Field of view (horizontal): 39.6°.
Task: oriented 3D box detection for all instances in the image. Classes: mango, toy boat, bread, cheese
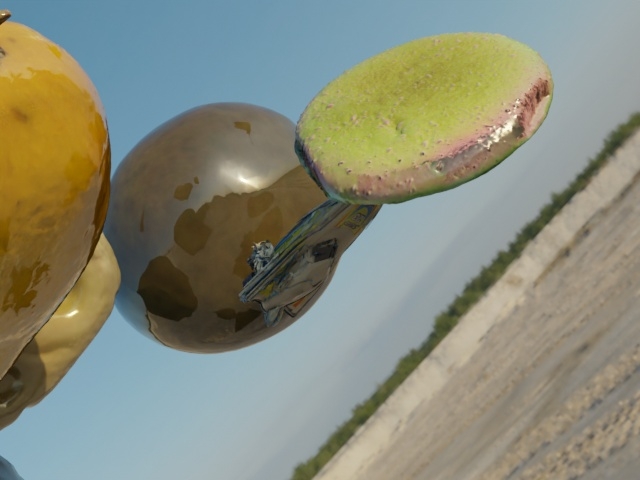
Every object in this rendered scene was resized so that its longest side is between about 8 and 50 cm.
[{"bbox_3d":[-0.206,0.000,0.515,0.176,0.119,0.317,-39,-18,-53],"label":"mango"},{"bbox_3d":[0.000,0.000,0.911,0.210,0.066,0.084,-45,-40,19],"label":"toy boat"},{"bbox_3d":[0.078,-0.111,0.741,0.228,0.228,0.033,-43,-49,-22],"label":"bread"},{"bbox_3d":[-0.269,0.034,0.684,0.218,0.117,0.235,7,-85,-38],"label":"cheese"}]

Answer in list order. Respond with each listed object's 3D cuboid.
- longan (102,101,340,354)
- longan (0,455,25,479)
[{"bbox_3d":[-0.121,-0.015,1.104,0.319,0.319,0.319,-45,-10,-10],"label":"longan"},{"bbox_3d":[-0.439,0.385,0.825,0.404,0.404,0.436,87,-159,-76],"label":"longan"}]
